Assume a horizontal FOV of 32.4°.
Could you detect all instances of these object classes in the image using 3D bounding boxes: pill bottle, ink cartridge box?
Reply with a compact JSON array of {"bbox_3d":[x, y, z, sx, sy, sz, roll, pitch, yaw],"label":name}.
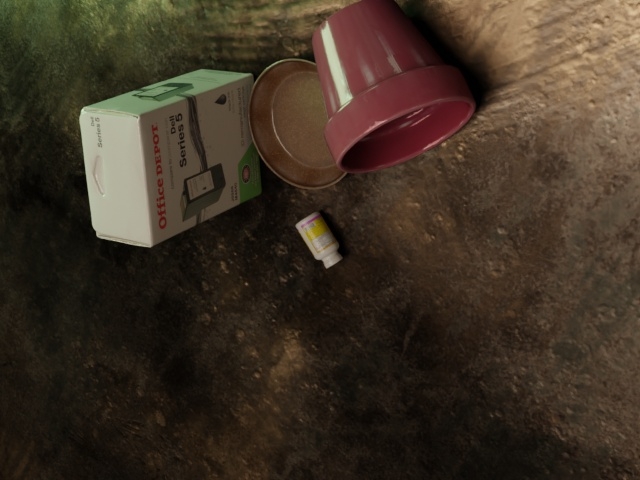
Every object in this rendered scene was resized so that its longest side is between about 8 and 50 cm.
[{"bbox_3d":[0.000,0.000,1.696,0.043,0.043,0.083,-31,90,39],"label":"pill bottle"},{"bbox_3d":[-0.215,-0.129,1.643,0.114,0.273,0.199,11,115,31],"label":"ink cartridge box"}]

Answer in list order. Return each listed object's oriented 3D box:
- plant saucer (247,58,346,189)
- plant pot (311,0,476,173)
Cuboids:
[{"bbox_3d":[-0.019,-0.176,1.641,0.198,0.036,0.199,14,116,29],"label":"plant saucer"},{"bbox_3d":[0.080,-0.213,1.469,0.201,0.201,0.180,-36,71,39],"label":"plant pot"}]
